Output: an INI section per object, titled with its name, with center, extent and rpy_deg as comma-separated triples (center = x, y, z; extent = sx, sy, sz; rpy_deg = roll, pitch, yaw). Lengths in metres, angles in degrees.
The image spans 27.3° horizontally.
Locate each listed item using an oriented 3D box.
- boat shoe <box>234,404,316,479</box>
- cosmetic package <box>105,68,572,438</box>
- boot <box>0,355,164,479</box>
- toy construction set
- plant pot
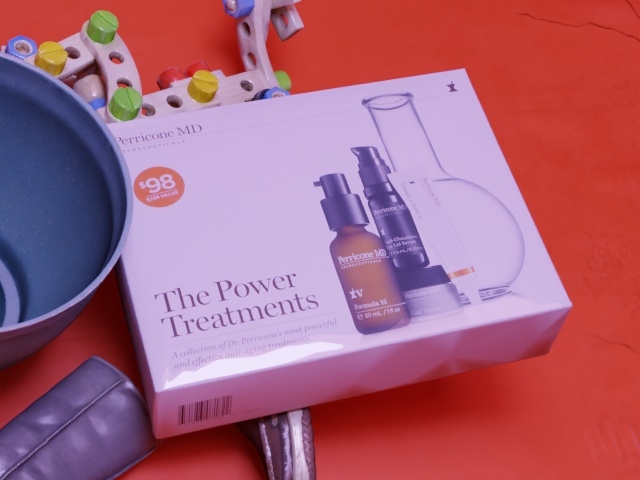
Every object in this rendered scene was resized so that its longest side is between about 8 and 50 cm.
[boat shoe]
center = -0.062, 0.144, 1.221
extent = 0.095, 0.095, 0.257
rpy_deg = -6, 56, -5
[cosmetic package]
center = 0.000, 0.000, 1.208
extent = 0.377, 0.097, 0.284
rpy_deg = -11, 57, -15
[boot]
center = -0.261, 0.161, 1.119
extent = 0.208, 0.076, 0.189
rpy_deg = -42, 94, -31
[toy construction set]
center = -0.145, -0.173, 1.367
extent = 0.328, 0.151, 0.215
rpy_deg = -28, 71, -24
[plant pot]
center = -0.326, 0.003, 1.120
extent = 0.293, 0.196, 0.293
rpy_deg = 12, 51, -16
